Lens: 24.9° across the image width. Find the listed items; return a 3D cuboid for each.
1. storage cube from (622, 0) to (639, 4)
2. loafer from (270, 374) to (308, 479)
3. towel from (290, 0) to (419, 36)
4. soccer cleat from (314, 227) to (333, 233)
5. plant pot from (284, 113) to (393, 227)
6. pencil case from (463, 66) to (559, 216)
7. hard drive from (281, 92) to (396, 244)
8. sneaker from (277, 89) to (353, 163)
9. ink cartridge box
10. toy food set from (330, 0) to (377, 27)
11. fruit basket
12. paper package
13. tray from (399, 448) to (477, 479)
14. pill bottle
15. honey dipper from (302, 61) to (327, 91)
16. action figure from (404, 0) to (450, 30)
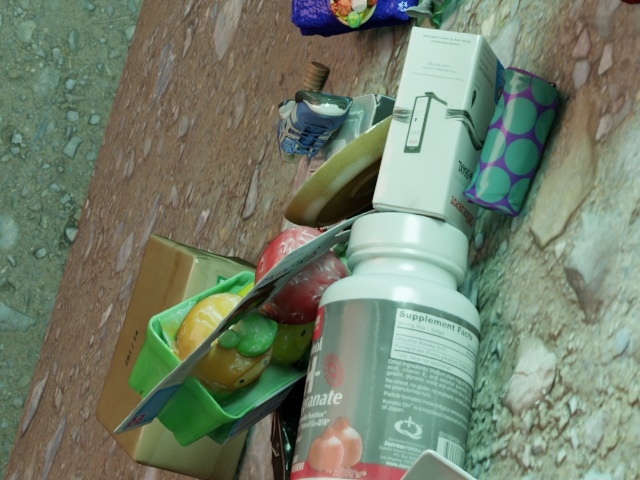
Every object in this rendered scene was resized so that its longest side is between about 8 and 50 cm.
[{"bbox_3d":[0.286,-0.343,1.337,0.193,0.183,0.215,-178,103,-70],"label":"storage cube"},{"bbox_3d":[-0.036,0.261,1.857,0.078,0.080,0.220,-45,34,51],"label":"loafer"},{"bbox_3d":[0.036,-0.446,2.021,0.227,0.076,0.308,-2,92,47],"label":"towel"},{"bbox_3d":[0.000,0.000,1.868,0.083,0.029,0.036,179,98,-72],"label":"soccer cleat"},{"bbox_3d":[0.061,-0.084,1.747,0.032,0.236,0.236,54,139,12],"label":"plant pot"},{"bbox_3d":[0.203,-0.104,1.543,0.070,0.064,0.152,26,99,57],"label":"pencil case"},{"bbox_3d":[0.015,-0.026,1.978,0.237,0.064,0.339,5,78,69],"label":"hard drive"},{"bbox_3d":[-0.009,-0.153,1.955,0.211,0.080,0.081,159,120,-76],"label":"sneaker"},{"bbox_3d":[0.135,-0.113,1.602,0.148,0.085,0.203,31,-109,-69],"label":"ink cartridge box"},{"bbox_3d":[0.044,-0.332,1.970,0.082,0.020,0.083,36,116,30],"label":"toy food set"},{"bbox_3d":[-0.049,0.089,1.700,0.353,0.165,0.327,-40,-7,31],"label":"fruit basket"},{"bbox_3d":[-0.200,0.177,2.232,0.309,0.168,0.325,20,93,68],"label":"paper package"},{"bbox_3d":[0.101,0.316,1.402,0.270,0.145,0.030,-58,-3,35],"label":"tray"},{"bbox_3d":[0.074,0.141,1.527,0.176,0.176,0.319,-31,46,61],"label":"pill bottle"},{"bbox_3d":[-0.030,-0.203,2.282,0.030,0.030,0.161,-114,42,-61],"label":"honey dipper"},{"bbox_3d":[0.156,-0.400,1.909,0.137,0.063,0.232,134,150,-57],"label":"action figure"}]
